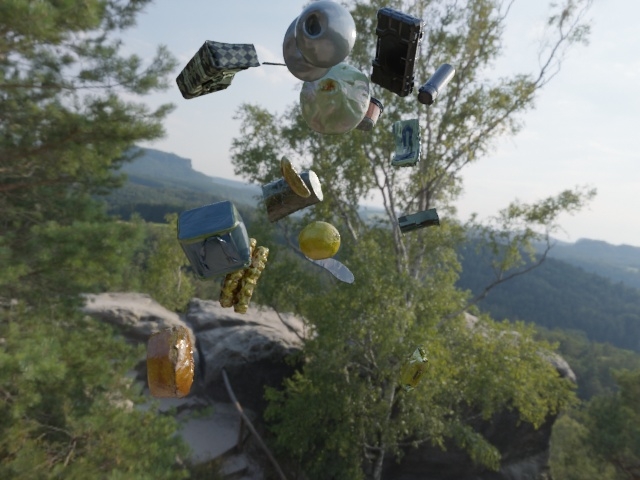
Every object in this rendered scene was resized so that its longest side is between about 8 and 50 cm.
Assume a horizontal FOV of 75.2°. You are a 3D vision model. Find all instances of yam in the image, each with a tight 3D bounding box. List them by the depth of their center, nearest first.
[{"bbox_3d":[-0.170,-0.255,2.381,0.349,0.240,0.241,-22,-1,9],"label":"yam"}]

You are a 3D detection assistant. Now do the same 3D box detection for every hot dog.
[{"bbox_3d":[-0.135,-0.304,2.033,0.242,0.073,0.084,56,-1,-35],"label":"hot dog"}]

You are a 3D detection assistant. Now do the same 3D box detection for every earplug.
[{"bbox_3d":[-0.023,-0.621,1.290,0.175,0.213,0.326,-8,11,-24],"label":"earplug"}]

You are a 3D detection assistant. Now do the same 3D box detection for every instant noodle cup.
[{"bbox_3d":[0.231,-0.655,2.170,0.208,0.125,0.178,23,-17,-28],"label":"instant noodle cup"}]

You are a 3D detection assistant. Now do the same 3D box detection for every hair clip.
[{"bbox_3d":[0.394,-0.426,1.880,0.139,0.321,0.091,-5,-39,21],"label":"hair clip"}]

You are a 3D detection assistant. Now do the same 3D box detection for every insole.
[{"bbox_3d":[0.050,0.142,2.365,0.349,0.118,0.009,30,-43,-17],"label":"insole"}]

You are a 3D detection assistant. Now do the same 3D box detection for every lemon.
[{"bbox_3d":[0.000,0.000,1.860,0.203,0.178,0.178,-14,-10,31],"label":"lemon"}]

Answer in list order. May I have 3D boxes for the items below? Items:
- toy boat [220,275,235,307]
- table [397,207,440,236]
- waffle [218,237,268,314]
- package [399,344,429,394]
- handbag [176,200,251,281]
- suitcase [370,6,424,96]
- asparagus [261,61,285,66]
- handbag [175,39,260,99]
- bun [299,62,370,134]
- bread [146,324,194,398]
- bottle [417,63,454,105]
[{"bbox_3d":[-0.440,0.263,2.049,0.085,0.078,0.260,-29,40,-6],"label":"toy boat"},{"bbox_3d":[0.373,-0.073,1.579,0.146,0.062,0.175,-15,-18,13],"label":"table"},{"bbox_3d":[-0.345,0.155,1.873,0.151,0.261,0.324,18,45,-7],"label":"waffle"},{"bbox_3d":[0.457,0.631,2.035,0.090,0.226,0.168,31,14,-2],"label":"package"},{"bbox_3d":[-0.428,-0.002,1.682,0.263,0.240,0.222,-17,44,-10],"label":"handbag"},{"bbox_3d":[0.288,-0.721,1.599,0.066,0.285,0.206,-27,52,-26],"label":"suitcase"},{"bbox_3d":[-0.149,-0.675,1.597,0.166,0.013,0.016,-9,19,-29],"label":"asparagus"},{"bbox_3d":[-0.545,-0.907,2.216,0.317,0.180,0.416,-24,8,-39],"label":"handbag"},{"bbox_3d":[0.039,-0.558,1.596,0.294,0.292,0.187,13,-3,25],"label":"bun"},{"bbox_3d":[-0.612,0.502,1.705,0.173,0.311,0.312,-4,7,-11],"label":"bread"},{"bbox_3d":[0.466,-0.636,1.687,0.082,0.244,0.072,43,-33,-10],"label":"bottle"}]
